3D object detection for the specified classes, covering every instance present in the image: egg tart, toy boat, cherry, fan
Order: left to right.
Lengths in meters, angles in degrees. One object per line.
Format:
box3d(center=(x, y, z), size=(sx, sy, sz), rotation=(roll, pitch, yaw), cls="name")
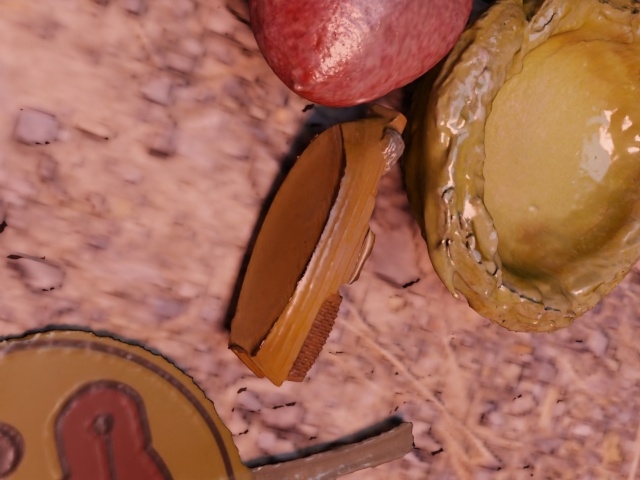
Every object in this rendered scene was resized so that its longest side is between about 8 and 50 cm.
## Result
box3d(center=(-0.091, 0.145, 0.636), size=(0.335, 0.011, 0.229), rotation=(-14, 105, -29), cls="fan")
box3d(center=(0.000, 0.000, 0.651), size=(0.049, 0.047, 0.149), rotation=(26, 86, -47), cls="toy boat")
box3d(center=(0.040, -0.155, 0.630), size=(0.107, 0.090, 0.225), rotation=(39, 67, -17), cls="cherry")
box3d(center=(0.115, -0.045, 0.701), size=(0.197, 0.078, 0.197), rotation=(-8, 105, -34), cls="egg tart")
